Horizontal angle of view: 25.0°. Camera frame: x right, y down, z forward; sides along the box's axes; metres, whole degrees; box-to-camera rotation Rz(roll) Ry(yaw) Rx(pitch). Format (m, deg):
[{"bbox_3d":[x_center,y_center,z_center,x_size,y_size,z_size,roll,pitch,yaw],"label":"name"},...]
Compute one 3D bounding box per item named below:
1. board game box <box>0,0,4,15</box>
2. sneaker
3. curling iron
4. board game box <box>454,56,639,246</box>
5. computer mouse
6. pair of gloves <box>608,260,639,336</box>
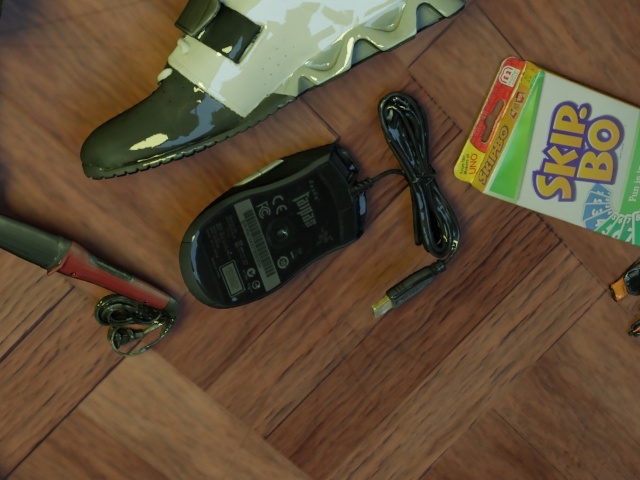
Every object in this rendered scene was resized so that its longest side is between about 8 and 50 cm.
[{"bbox_3d":[-0.330,-0.239,0.994,0.243,0.042,0.165,14,79,-26],"label":"board game box"},{"bbox_3d":[-0.062,-0.168,1.142,0.330,0.122,0.146,-31,102,-6],"label":"sneaker"},{"bbox_3d":[-0.214,0.025,1.162,0.068,0.035,0.274,-49,136,5],"label":"curling iron"},{"bbox_3d":[0.255,-0.075,1.344,0.259,0.039,0.124,17,104,-24],"label":"board game box"},{"bbox_3d":[0.000,0.000,1.262,0.262,0.060,0.184,-34,117,-18],"label":"computer mouse"},{"bbox_3d":[0.330,0.055,1.441,0.074,0.010,0.083,-32,117,-4],"label":"pair of gloves"}]
